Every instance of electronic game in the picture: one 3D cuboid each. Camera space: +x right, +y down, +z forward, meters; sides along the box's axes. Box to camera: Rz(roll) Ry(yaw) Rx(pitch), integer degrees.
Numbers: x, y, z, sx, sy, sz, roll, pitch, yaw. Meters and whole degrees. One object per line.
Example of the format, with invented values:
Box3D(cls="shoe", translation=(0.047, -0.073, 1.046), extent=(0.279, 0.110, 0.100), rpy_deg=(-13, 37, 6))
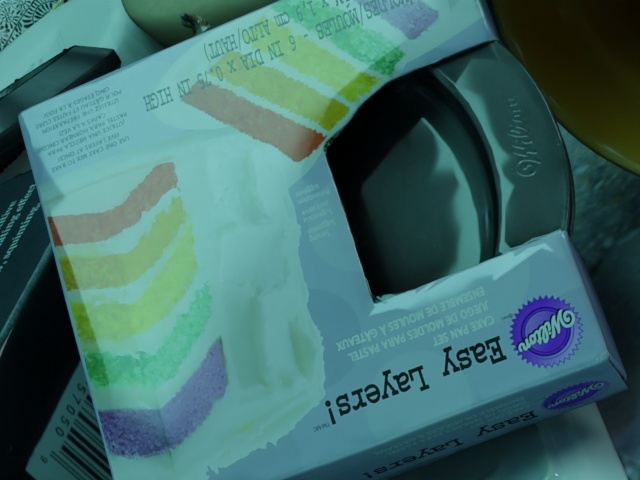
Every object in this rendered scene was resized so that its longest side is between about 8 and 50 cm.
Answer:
Box3D(cls="electronic game", translation=(-0.236, -0.065, 1.283), extent=(0.229, 0.048, 0.229), rpy_deg=(-32, 11, 7))

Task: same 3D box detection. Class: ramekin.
Box3D(cls="ramekin", translation=(-0.207, -0.075, 1.510), extent=(0.277, 0.135, 0.277), rpy_deg=(-33, 29, 21))

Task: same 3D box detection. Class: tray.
Box3D(cls="tray", translation=(0.072, 0.095, 0.985), extent=(0.145, 0.030, 0.270), rpy_deg=(-37, 27, 13))

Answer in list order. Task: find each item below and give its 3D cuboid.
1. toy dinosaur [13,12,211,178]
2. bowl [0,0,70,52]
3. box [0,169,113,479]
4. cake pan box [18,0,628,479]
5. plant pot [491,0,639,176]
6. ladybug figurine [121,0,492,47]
Box3D(cls="toy dinosaur", translation=(-0.059, -0.041, 1.269), extent=(0.295, 0.127, 0.200), rpy_deg=(3, 72, 31))
Box3D(cls="bowl", translation=(-0.272, -0.204, 1.851), extent=(0.170, 0.080, 0.170), rpy_deg=(-34, 29, 22))
Box3D(cls="box", translation=(-0.236, 0.155, 1.134), extent=(0.395, 0.212, 0.294), rpy_deg=(-18, 37, 41))
Box3D(cls="cake pan box", translation=(0.000, 0.000, 0.937), extent=(0.266, 0.070, 0.246), rpy_deg=(-20, 71, 11))
Box3D(cls="plant pot", translation=(0.223, -0.160, 0.976), extent=(0.205, 0.205, 0.188), rpy_deg=(-13, 24, 47))
Box3D(cls="ladybug figurine", translation=(0.045, -0.245, 1.358), extent=(0.449, 0.162, 0.305), rpy_deg=(-17, 36, 43))
